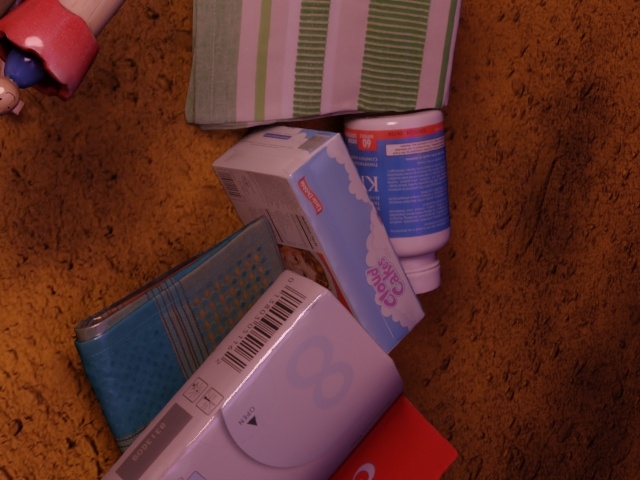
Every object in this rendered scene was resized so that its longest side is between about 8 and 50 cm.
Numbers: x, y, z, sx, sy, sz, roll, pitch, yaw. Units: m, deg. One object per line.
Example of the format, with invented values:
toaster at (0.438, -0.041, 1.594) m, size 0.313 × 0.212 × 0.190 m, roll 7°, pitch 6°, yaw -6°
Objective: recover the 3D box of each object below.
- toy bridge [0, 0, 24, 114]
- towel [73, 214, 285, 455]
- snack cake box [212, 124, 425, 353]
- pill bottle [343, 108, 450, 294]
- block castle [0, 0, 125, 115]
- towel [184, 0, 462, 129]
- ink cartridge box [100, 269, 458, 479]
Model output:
toy bridge at (-0.293, -0.218, 1.393) m, size 0.063 × 0.026 × 0.188 m, roll 36°, pitch 74°, yaw -35°
towel at (-0.111, 0.193, 1.550) m, size 0.271 × 0.040 × 0.370 m, roll -33°, pitch 117°, yaw -32°
snack cake box at (0.000, 0.000, 1.591) m, size 0.089 × 0.152 × 0.264 m, roll -42°, pitch 122°, yaw -27°
pill bottle at (0.096, -0.049, 1.682) m, size 0.124 × 0.124 × 0.221 m, roll -15°, pitch 106°, yaw -37°
block castle at (-0.387, -0.304, 1.121) m, size 0.453 × 0.303 × 0.213 m, roll 47°, pitch 69°, yaw -34°
towel at (0.011, -0.246, 1.534) m, size 0.325 × 0.038 × 0.248 m, roll -7°, pitch 124°, yaw -22°
ink cartridge box at (-0.011, 0.266, 1.528) m, size 0.308 × 0.091 × 0.385 m, roll -49°, pitch 124°, yaw -11°
